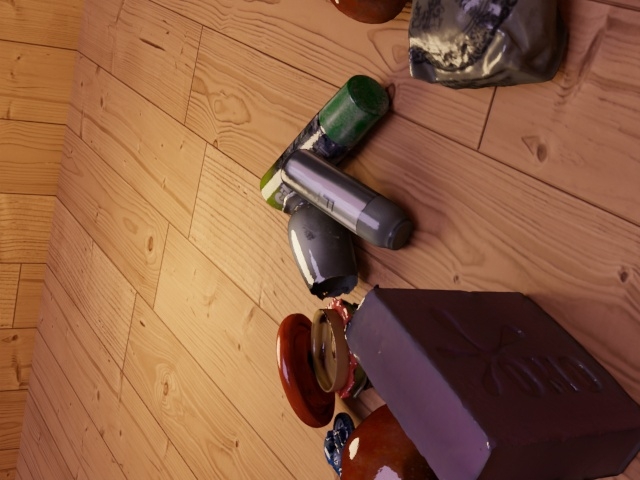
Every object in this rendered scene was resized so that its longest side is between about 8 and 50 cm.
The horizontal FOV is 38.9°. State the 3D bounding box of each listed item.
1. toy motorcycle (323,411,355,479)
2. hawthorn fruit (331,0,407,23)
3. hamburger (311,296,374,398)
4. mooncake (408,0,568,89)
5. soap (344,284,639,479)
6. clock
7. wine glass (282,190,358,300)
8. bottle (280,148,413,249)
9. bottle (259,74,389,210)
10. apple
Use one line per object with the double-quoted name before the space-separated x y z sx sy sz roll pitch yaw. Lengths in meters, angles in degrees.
"toy motorcycle" 0.061 0.412 1.547 0.254 0.092 0.136 -116 32 -47
"hawthorn fruit" 0.062 -0.442 1.507 0.149 0.189 0.149 -163 90 -82
"hamburger" 0.066 0.175 1.497 0.175 0.136 0.175 176 90 -76
"mooncake" 0.225 -0.343 1.287 0.254 0.136 0.250 0 85 56
"soap" 0.217 0.180 1.140 0.285 0.296 0.107 50 126 43
"clock" -0.020 0.227 1.597 0.051 0.205 0.205 -16 72 16
"wine glass" 0.000 0.000 1.630 0.111 0.111 0.204 -48 49 44
"bottle" 0.043 -0.066 1.546 0.253 0.079 0.096 34 153 28
"bottle" 0.001 -0.172 1.651 0.330 0.093 0.093 -44 54 47
"apple" 0.147 0.342 1.309 0.230 0.229 0.230 -3 86 56
